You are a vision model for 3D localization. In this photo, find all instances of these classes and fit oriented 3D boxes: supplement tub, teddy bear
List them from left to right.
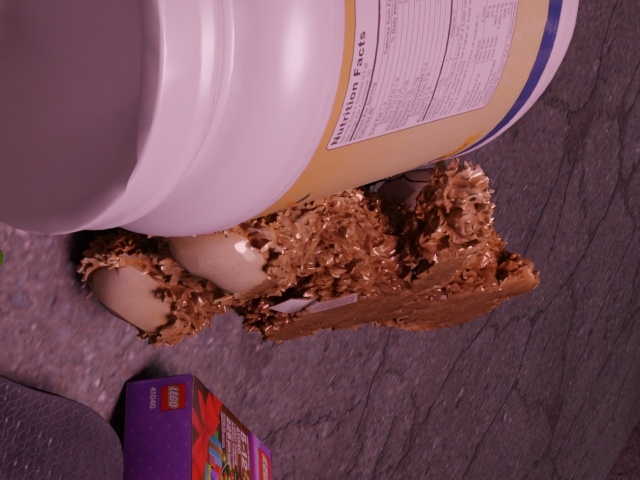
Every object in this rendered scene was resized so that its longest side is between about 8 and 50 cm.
[{"bbox_3d":[-0.034,-0.130,0.658,0.316,0.228,0.228,-19,127,-47],"label":"supplement tub"},{"bbox_3d":[0.000,0.000,0.868,0.338,0.113,0.245,-6,161,-27],"label":"teddy bear"}]

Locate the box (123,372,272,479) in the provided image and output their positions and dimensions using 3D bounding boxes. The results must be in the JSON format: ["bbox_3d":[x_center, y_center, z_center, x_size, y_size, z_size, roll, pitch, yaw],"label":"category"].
[{"bbox_3d":[-0.086,0.270,0.938,0.201,0.057,0.293,60,24,-60],"label":"box"}]

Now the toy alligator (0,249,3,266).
[{"bbox_3d":[-0.237,0.027,0.625,0.189,0.056,0.051,-32,96,-49],"label":"toy alligator"}]

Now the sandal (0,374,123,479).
[{"bbox_3d":[-0.201,0.124,0.783,0.097,0.054,0.254,-65,146,-22],"label":"sandal"}]

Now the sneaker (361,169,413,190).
[{"bbox_3d":[0.005,-0.072,0.968,0.221,0.087,0.083,-20,128,-57],"label":"sneaker"}]
